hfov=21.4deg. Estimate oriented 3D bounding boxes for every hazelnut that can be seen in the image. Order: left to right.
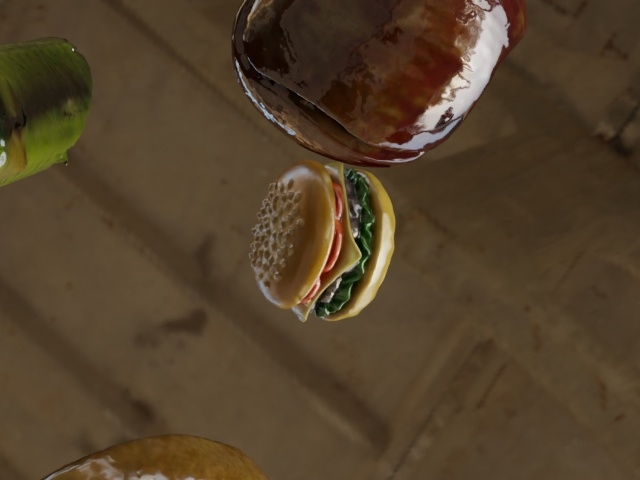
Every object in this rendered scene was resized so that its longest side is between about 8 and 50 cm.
[{"bbox_3d":[0.042,-0.178,1.368,0.218,0.218,0.234,41,-81,21],"label":"hazelnut"}]

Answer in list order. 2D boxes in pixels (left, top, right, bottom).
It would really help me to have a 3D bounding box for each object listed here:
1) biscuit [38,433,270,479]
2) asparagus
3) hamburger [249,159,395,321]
[{"bbox_3d":[-0.160,0.275,1.123,0.063,0.314,0.367,46,-73,34],"label":"biscuit"},{"bbox_3d":[-0.265,-0.103,1.386,0.108,0.382,0.128,-33,-87,13],"label":"asparagus"},{"bbox_3d":[0.000,0.000,1.639,0.162,0.115,0.162,-38,-134,53],"label":"hamburger"}]
